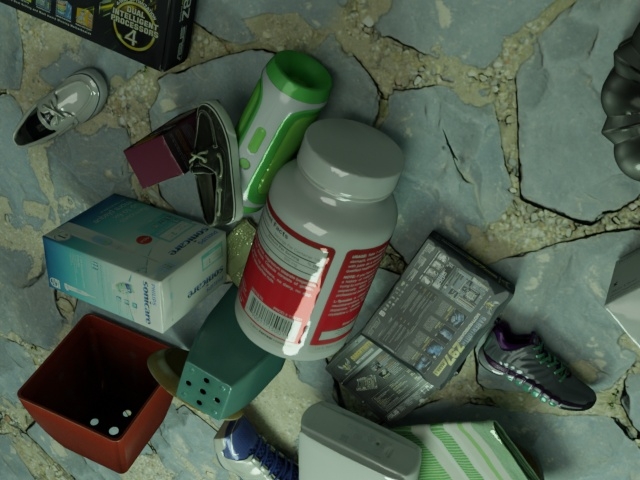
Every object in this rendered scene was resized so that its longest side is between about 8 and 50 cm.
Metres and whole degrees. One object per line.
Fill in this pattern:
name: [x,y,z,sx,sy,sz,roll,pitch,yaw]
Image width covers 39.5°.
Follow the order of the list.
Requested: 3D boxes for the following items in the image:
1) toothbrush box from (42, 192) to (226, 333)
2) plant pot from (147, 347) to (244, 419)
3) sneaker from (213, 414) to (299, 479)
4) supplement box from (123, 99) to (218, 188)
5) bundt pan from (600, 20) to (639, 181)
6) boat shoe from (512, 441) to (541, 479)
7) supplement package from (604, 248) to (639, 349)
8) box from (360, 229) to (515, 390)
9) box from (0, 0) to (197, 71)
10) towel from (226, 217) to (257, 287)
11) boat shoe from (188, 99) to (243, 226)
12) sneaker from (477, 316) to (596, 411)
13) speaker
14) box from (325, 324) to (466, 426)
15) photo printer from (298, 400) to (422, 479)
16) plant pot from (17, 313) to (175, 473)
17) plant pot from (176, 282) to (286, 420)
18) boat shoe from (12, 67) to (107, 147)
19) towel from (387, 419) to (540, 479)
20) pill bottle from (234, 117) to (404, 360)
toothbrush box: [-0.365,0.038,1.776,0.295,0.216,0.126,20,126,24]
plant pot: [-0.258,0.297,1.900,0.236,0.236,0.032,33,100,6]
sneaker: [-0.101,0.517,2.010,0.182,0.127,0.315,-6,122,26]
supplement box: [-0.255,-0.177,1.625,0.104,0.188,0.081,-15,109,33]
bundt pan: [0.530,-0.185,1.205,0.331,0.124,0.331,9,106,33]
boat shoe: [0.362,0.427,1.753,0.170,0.063,0.059,46,142,-6]
supplement package: [0.610,0.081,1.362,0.262,0.145,0.204,-36,98,36]
box: [0.210,0.127,1.608,0.183,0.059,0.233,35,109,6]
box: [-0.394,-0.515,1.558,0.395,0.097,0.318,26,123,12]
towel: [-0.154,0.028,1.797,0.110,0.027,0.148,45,128,-2]
boat shoe: [-0.187,-0.134,1.542,0.078,0.070,0.219,-6,97,46]
sneaker: [0.396,0.223,1.599,0.223,0.083,0.098,24,121,14]
speaker: [-0.091,-0.186,1.575,0.131,0.131,0.296,36,128,4]
box: [0.144,0.242,1.752,0.183,0.056,0.231,42,128,1]
photo printer: [0.075,0.490,1.837,0.256,0.107,0.307,23,139,19]
plant pot: [-0.485,0.374,2.042,0.267,0.267,0.236,20,137,16]
plant pot: [-0.178,0.239,1.803,0.165,0.234,0.165,28,127,9]
boat shoe: [-0.525,-0.253,1.785,0.258,0.084,0.095,-32,100,37]
towel: [0.271,0.454,1.767,0.325,0.038,0.248,-16,118,46]
pill bottle: [0.000,0.000,1.575,0.229,0.229,0.408,28,126,10]
